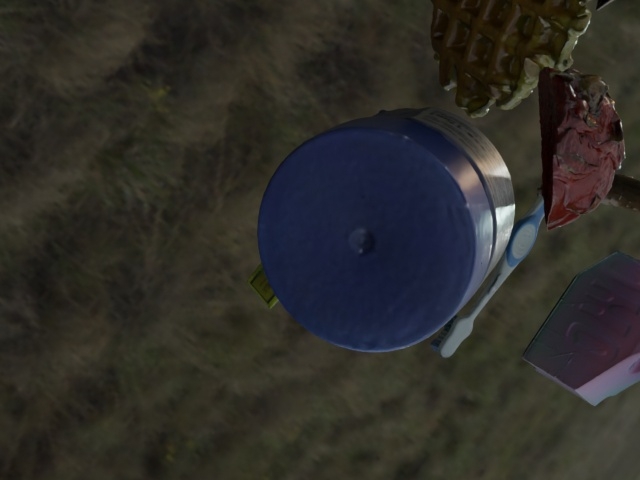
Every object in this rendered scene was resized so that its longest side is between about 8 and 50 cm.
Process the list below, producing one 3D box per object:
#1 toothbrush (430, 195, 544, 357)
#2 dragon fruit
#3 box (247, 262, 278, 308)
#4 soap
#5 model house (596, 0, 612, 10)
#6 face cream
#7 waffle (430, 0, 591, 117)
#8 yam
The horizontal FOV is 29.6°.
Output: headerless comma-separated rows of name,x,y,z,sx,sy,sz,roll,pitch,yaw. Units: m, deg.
toothbrush,0.265,-0.008,1.563,0.386,0.040,0.040,-53,160,-5
dragon fruit,0.241,-0.098,1.102,0.106,0.083,0.162,80,15,-67
box,0.000,0.000,1.842,0.220,0.064,0.141,-37,173,-26
soap,0.273,0.078,1.133,0.149,0.100,0.056,-55,144,-4
model house,0.360,-0.398,1.657,0.207,0.135,0.219,37,62,-50
face cream,0.082,-0.021,1.366,0.249,0.249,0.225,-63,166,20
waffle,0.223,-0.312,1.433,0.068,0.302,0.325,7,159,-32
yam,0.433,-0.073,1.757,0.056,0.241,0.057,-28,127,-46
